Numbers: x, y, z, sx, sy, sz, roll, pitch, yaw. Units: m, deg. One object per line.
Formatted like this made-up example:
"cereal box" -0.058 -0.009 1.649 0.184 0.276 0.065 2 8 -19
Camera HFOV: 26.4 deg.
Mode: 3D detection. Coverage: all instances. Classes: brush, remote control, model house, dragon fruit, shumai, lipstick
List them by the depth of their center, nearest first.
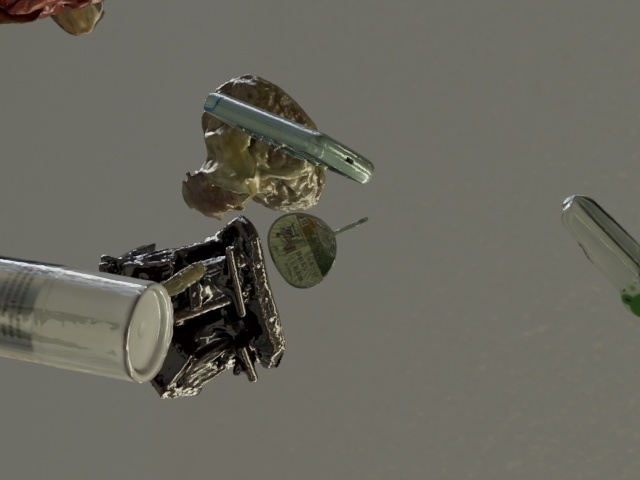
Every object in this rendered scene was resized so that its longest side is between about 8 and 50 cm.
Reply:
"lipstick" -0.129 0.025 0.531 0.141 0.040 0.040 9 -93 19
"remote control" -0.020 -0.061 0.803 0.124 0.053 0.018 26 -92 49
"dragon fruit" -0.212 -0.200 0.979 0.092 0.192 0.122 -34 -93 12
"brush" -0.158 0.058 1.041 0.170 0.043 0.014 -28 -86 28
"model house" -0.142 0.083 1.495 0.141 0.164 0.203 22 -48 55
"shumai" -0.096 -0.106 1.846 0.161 0.153 0.209 -1 -59 40

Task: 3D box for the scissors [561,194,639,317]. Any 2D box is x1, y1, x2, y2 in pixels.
"scissors" 0.256 0.041 1.042 0.101 0.204 0.027 -29 -159 46

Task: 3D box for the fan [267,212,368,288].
"fan" -0.009 -0.003 1.084 0.080 0.060 0.003 -53 176 4
